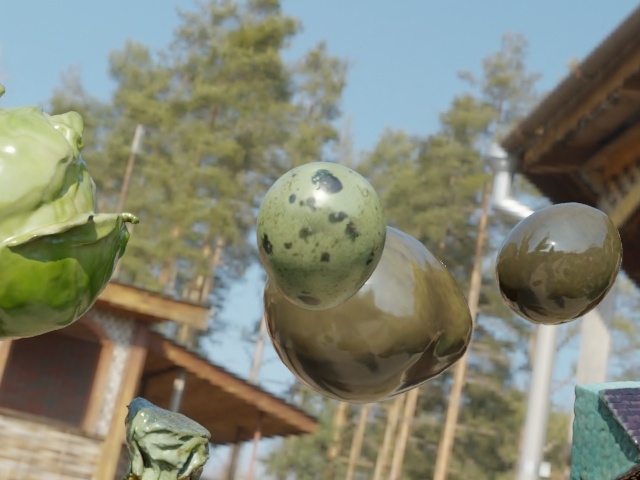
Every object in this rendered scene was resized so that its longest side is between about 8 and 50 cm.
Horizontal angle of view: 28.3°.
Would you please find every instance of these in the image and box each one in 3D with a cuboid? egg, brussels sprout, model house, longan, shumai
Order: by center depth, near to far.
[{"bbox_3d":[0.000,0.000,1.730,0.177,0.177,0.228,9,-48,5],"label":"egg"},{"bbox_3d":[-0.534,-0.031,1.954,0.425,0.361,0.342,28,-51,27],"label":"brussels sprout"},{"bbox_3d":[0.565,0.346,1.983,0.281,0.229,0.249,-1,7,-21],"label":"model house"},{"bbox_3d":[-0.281,0.365,2.190,0.184,0.142,0.184,27,-4,2],"label":"shumai"},{"bbox_3d":[0.432,0.046,2.338,0.246,0.215,0.246,-16,-5,-1],"label":"longan"},{"bbox_3d":[0.083,0.136,2.366,0.405,0.336,0.404,16,4,-1],"label":"longan"}]
